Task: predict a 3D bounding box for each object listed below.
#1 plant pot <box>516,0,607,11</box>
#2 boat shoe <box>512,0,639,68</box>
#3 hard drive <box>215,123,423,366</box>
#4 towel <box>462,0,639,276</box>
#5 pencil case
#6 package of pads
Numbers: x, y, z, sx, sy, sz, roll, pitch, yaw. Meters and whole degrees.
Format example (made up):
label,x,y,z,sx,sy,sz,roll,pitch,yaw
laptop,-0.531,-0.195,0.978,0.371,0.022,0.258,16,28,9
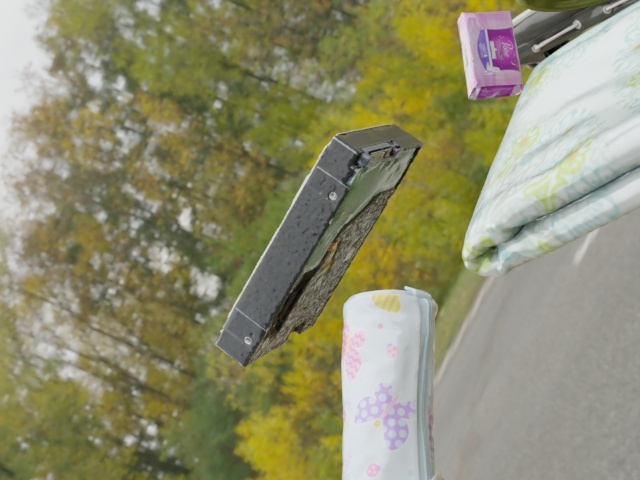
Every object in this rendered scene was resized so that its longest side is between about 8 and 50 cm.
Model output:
label,x,y,z,sx,sy,sz,roll,pitch,yaw
plant pot,0.138,-0.303,0.627,0.275,0.275,0.293,96,157,-77
boat shoe,0.327,-0.282,1.334,0.335,0.095,0.112,-33,1,44
hard drive,0.000,0.000,1.413,0.339,0.064,0.237,-59,-14,22
towel,0.317,-0.146,1.059,0.374,0.090,0.320,-34,17,46
pencil case,0.081,0.192,1.178,0.124,0.113,0.273,-36,48,56
package of pads,0.159,-0.175,0.963,0.032,0.050,0.083,97,168,-72
